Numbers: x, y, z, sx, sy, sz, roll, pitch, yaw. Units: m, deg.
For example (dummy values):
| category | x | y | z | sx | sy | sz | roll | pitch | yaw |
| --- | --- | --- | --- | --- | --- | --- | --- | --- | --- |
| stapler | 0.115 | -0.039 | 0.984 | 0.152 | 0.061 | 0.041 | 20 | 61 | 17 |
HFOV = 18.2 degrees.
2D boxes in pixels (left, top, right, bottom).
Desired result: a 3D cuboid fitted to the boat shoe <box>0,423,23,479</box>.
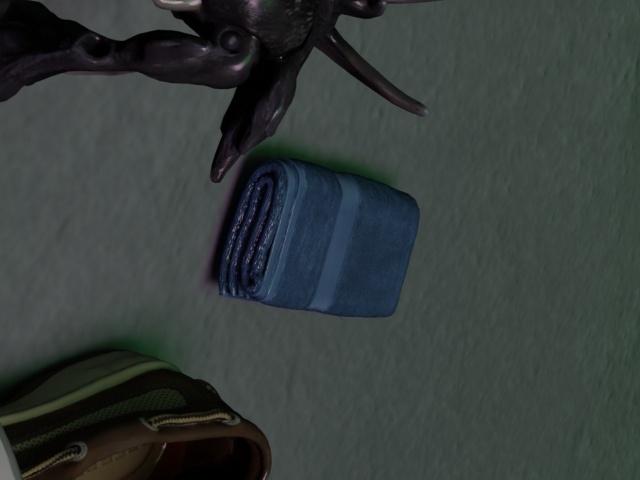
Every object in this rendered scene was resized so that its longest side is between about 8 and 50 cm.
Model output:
| category | x | y | z | sx | sy | sz | roll | pitch | yaw |
| --- | --- | --- | --- | --- | --- | --- | --- | --- | --- |
| boat shoe | -0.162 | 0.191 | 0.613 | 0.103 | 0.118 | 0.320 | 5 | 109 | -36 |

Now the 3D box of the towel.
| category | x | y | z | sx | sy | sz | roll | pitch | yaw |
| --- | --- | --- | --- | --- | --- | --- | --- | --- | --- |
| towel | 0.000 | 0.000 | 0.906 | 0.119 | 0.029 | 0.067 | 12 | 96 | -56 |

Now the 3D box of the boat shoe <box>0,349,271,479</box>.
| category | x | y | z | sx | sy | sz | roll | pitch | yaw |
| --- | --- | --- | --- | --- | --- | --- | --- | --- | --- |
| boat shoe | -0.117 | 0.113 | 0.733 | 0.257 | 0.095 | 0.095 | -32 | 130 | -43 |

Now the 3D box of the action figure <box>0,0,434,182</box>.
| category | x | y | z | sx | sy | sz | roll | pitch | yaw |
| --- | --- | --- | --- | --- | --- | --- | --- | --- | --- |
| action figure | -0.077 | -0.128 | 0.641 | 0.275 | 0.141 | 0.164 | 34 | 75 | -40 |
